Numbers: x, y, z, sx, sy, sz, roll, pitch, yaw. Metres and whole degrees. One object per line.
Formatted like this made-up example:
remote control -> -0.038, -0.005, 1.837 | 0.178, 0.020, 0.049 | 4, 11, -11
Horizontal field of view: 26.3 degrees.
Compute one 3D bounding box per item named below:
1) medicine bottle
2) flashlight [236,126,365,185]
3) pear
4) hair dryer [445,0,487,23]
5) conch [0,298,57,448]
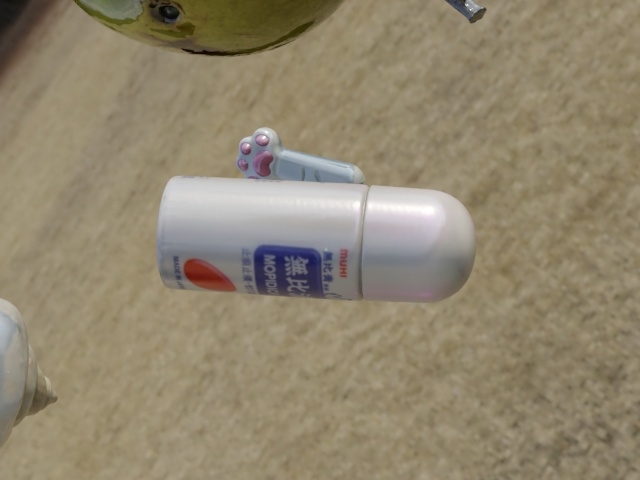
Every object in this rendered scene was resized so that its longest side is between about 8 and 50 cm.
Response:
medicine bottle -> 0.000, 0.000, 1.507 | 0.130, 0.341, 0.130 | 3, -90, -83
flashlight -> -0.030, -0.100, 1.999 | 0.047, 0.200, 0.093 | -33, -42, -64
pear -> -0.081, -0.277, 1.053 | 0.283, 0.284, 0.283 | -50, 18, 23
hair dryer -> 0.118, -0.452, 1.907 | 0.121, 0.361, 0.301 | -44, 8, -11
conch -> -0.244, 0.075, 0.845 | 0.094, 0.176, 0.104 | 133, 140, -53
